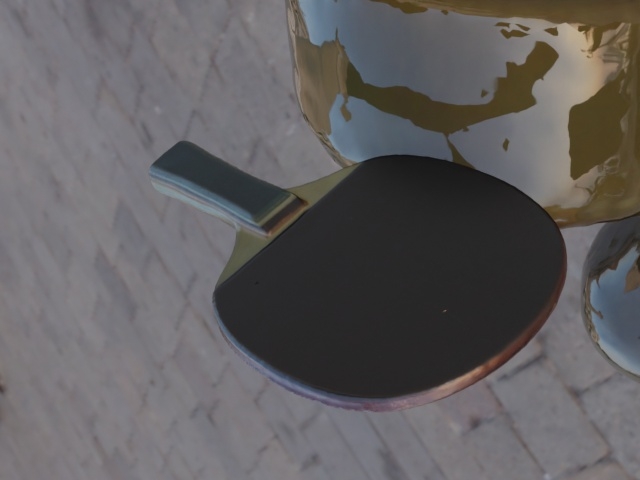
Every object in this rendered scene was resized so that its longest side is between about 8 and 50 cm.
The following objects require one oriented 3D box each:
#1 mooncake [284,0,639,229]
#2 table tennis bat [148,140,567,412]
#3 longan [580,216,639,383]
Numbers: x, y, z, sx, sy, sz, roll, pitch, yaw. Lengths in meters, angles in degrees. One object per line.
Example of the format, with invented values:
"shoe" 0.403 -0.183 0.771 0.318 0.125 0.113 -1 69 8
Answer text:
"mooncake" 0.116 -0.129 0.778 0.284 0.284 0.155 38 137 43
"table tennis bat" 0.000 0.000 0.640 0.274 0.154 0.021 27 149 44
"longan" 0.281 0.033 0.966 0.167 0.187 0.167 18 124 30
